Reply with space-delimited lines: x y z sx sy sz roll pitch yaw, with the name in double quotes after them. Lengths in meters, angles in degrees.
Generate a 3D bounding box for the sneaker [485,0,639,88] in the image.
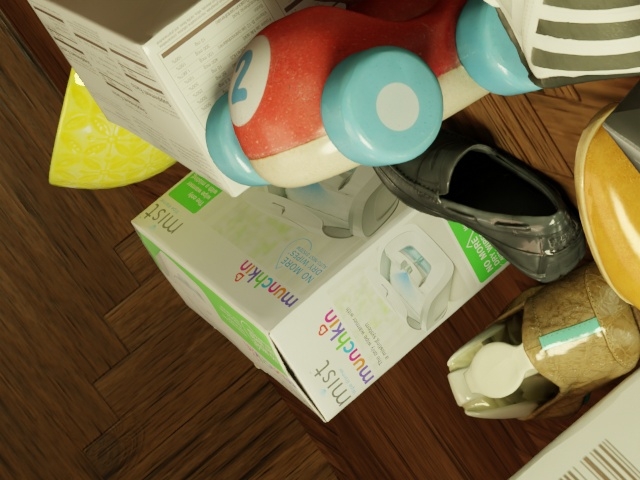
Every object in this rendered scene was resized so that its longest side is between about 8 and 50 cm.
0.044 -0.214 0.962 0.447 0.169 0.257 38 161 38 "sneaker"

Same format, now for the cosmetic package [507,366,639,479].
0.272 0.360 1.459 0.327 0.329 0.394 45 167 25 "cosmetic package"

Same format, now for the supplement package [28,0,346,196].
-0.076 -0.178 1.420 0.262 0.204 0.145 31 156 57 "supplement package"

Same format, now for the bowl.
-0.140 -0.173 1.675 0.156 0.290 0.289 14 169 -6 "bowl"

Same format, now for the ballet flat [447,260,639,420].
0.174 0.099 1.509 0.342 0.124 0.116 123 126 -78 "ballet flat"

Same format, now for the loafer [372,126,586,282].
0.117 -0.049 1.426 0.223 0.076 0.078 35 156 37 "loafer"

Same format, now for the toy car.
0.007 -0.175 1.194 0.219 0.210 0.238 -6 110 63 "toy car"

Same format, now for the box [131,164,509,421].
0.000 0.000 1.611 0.262 0.231 0.127 36 162 51 "box"

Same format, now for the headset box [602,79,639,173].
0.268 0.011 0.797 0.218 0.110 0.293 41 180 38 "headset box"

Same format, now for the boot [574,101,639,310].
0.286 0.044 1.067 0.211 0.104 0.295 14 142 58 "boot"
